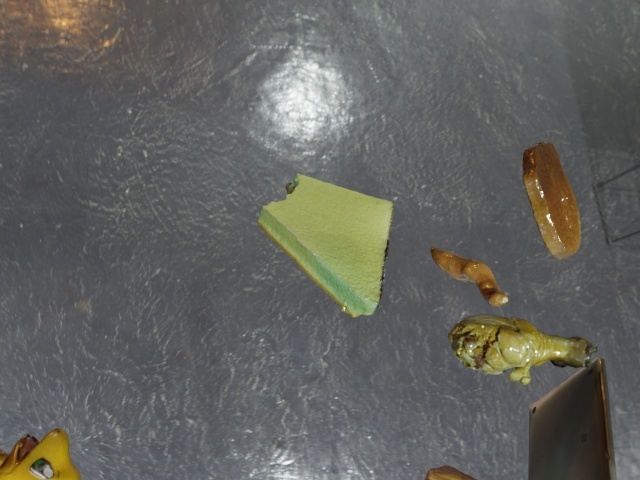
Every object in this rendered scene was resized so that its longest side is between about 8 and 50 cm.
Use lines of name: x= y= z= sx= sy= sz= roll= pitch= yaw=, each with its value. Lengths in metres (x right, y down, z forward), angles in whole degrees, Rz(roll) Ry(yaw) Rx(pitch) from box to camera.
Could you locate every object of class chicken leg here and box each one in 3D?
chicken leg: x=0.308 y=0.166 z=0.832 sx=0.227 sy=0.103 sz=0.088 roll=11 pitch=97 yaw=7

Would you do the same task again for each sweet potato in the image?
sweet potato: x=0.201 y=0.043 z=0.736 sx=0.044 sy=0.179 sz=0.044 roll=-8 pitch=112 yaw=-19

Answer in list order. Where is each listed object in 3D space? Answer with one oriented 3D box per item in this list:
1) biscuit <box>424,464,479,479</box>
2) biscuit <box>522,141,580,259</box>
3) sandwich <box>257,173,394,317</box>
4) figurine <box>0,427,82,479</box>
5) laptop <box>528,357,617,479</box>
biscuit: x=0.237 y=0.343 z=0.644 sx=0.236 sy=0.144 sz=0.040 roll=19 pitch=106 yaw=4
biscuit: x=0.509 y=-0.090 z=1.216 sx=0.273 sy=0.049 sz=0.258 roll=-35 pitch=103 yaw=-54
sandwich: x=0.000 y=0.000 z=0.868 sx=0.211 sy=0.063 sz=0.245 roll=17 pitch=40 yaw=0
figurine: x=-0.317 y=0.245 z=0.523 sx=0.175 sy=0.121 sz=0.123 roll=-3 pitch=73 yaw=5
laptop: x=0.365 y=0.322 z=0.819 sx=0.015 sy=0.188 sz=0.269 roll=26 pitch=45 yaw=-2
